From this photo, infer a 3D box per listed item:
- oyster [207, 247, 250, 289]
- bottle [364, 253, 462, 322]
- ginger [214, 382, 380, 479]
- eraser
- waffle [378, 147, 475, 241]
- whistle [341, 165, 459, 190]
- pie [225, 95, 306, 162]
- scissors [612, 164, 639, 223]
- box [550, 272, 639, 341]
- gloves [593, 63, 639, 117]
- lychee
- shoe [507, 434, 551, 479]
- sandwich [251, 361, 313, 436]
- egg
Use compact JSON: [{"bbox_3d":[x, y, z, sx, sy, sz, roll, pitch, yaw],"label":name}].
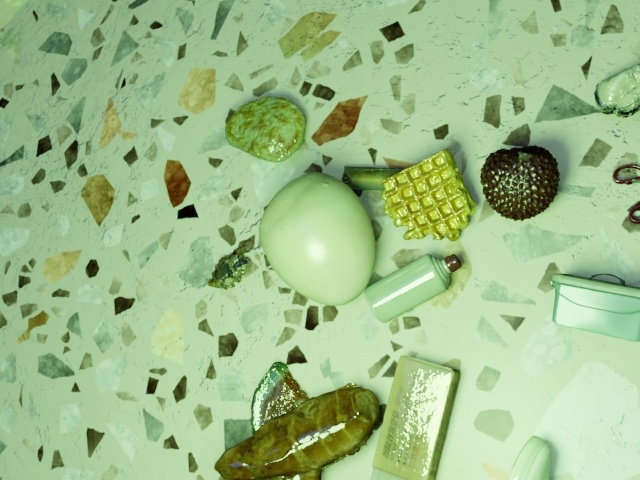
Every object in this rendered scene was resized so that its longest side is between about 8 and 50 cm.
[{"bbox_3d":[-0.270,0.088,2.022,0.148,0.051,0.103,-51,55,17],"label":"oyster"},{"bbox_3d":[0.236,0.106,1.752,0.245,0.104,0.104,-31,66,16],"label":"bottle"},{"bbox_3d":[-0.027,0.515,1.731,0.418,0.254,0.176,-31,32,-2],"label":"ginger"},{"bbox_3d":[0.223,0.457,1.685,0.144,0.078,0.344,13,84,27],"label":"eraser"},{"bbox_3d":[0.270,-0.088,1.779,0.229,0.057,0.219,-27,91,32],"label":"waffle"},{"bbox_3d":[0.204,-0.159,1.858,0.326,0.057,0.068,5,73,25],"label":"whistle"},{"bbox_3d":[-0.150,-0.324,2.049,0.247,0.090,0.201,28,79,27],"label":"pie"},{"bbox_3d":[0.806,-0.138,1.600,0.247,0.017,0.144,-20,70,18],"label":"scissors"},{"bbox_3d":[0.619,0.137,1.541,0.226,0.162,0.130,10,92,27],"label":"box"},{"bbox_3d":[0.726,-0.347,1.658,0.153,0.070,0.115,-26,74,18],"label":"gloves"},{"bbox_3d":[0.474,-0.136,1.669,0.187,0.188,0.188,-6,75,23],"label":"lychee"},{"bbox_3d":[0.467,0.613,1.506,0.160,0.131,0.363,14,87,28],"label":"shoe"},{"bbox_3d":[-0.118,0.450,1.843,0.159,0.079,0.235,26,89,27],"label":"sandwich"},{"bbox_3d":[0.000,0.000,1.788,0.283,0.283,0.345,-35,74,13],"label":"egg"}]
